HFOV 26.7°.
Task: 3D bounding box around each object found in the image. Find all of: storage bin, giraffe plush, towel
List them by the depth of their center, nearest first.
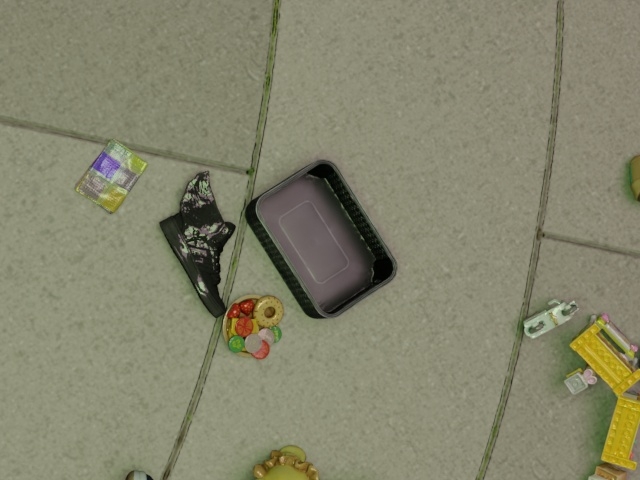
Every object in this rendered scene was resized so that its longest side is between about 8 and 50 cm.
[{"bbox_3d":[-0.018,0.346,1.668,0.170,0.181,0.210,30,91,12],"label":"giraffe plush"},{"bbox_3d":[-0.263,-0.081,1.705,0.060,0.009,0.083,37,80,-7],"label":"towel"},{"bbox_3d":[0.000,0.000,1.722,0.122,0.084,0.180,-33,95,-13],"label":"storage bin"}]

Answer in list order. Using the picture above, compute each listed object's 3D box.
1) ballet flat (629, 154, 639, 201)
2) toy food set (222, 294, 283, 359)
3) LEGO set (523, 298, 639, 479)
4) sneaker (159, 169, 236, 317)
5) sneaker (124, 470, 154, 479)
[{"bbox_3d":[0.534,-0.096,1.857,0.232,0.080,0.073,-2,57,-15],"label":"ballet flat"},{"bbox_3d":[-0.086,0.110,1.717,0.083,0.020,0.083,3,93,-31],"label":"toy food set"},{"bbox_3d":[0.383,0.203,1.807,0.132,0.107,0.287,-20,97,21],"label":"LEGO set"},{"bbox_3d":[-0.140,0.005,1.706,0.089,0.051,0.170,-30,90,-8],"label":"sneaker"},{"bbox_3d":[-0.170,0.418,1.646,0.153,0.099,0.282,0,93,-8],"label":"sneaker"}]
